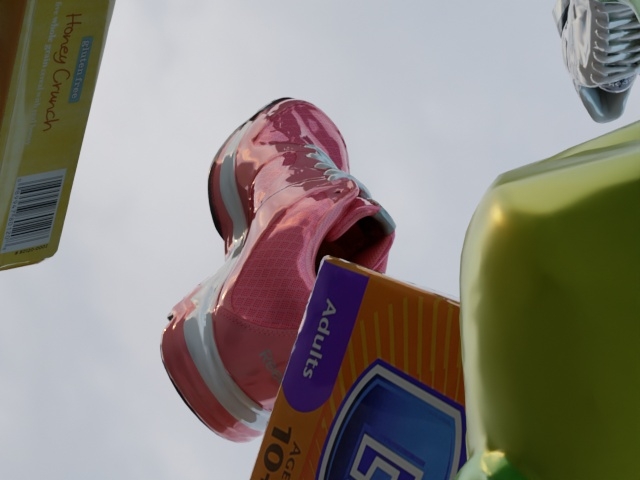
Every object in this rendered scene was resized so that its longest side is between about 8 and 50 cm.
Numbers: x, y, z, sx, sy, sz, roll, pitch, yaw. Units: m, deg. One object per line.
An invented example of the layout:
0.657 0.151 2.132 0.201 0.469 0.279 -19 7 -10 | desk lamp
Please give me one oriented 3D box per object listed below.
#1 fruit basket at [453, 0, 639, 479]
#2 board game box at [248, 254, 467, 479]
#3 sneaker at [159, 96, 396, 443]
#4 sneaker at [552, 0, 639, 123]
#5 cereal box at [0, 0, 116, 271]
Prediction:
0.153 -0.035 0.610 0.283 0.392 0.392 59 -45 26 | fruit basket
0.177 0.250 0.890 0.356 0.356 0.356 20 -88 54 | board game box
0.000 0.001 1.167 0.136 0.313 0.116 -28 -61 27 | sneaker
0.228 -0.172 1.344 0.235 0.090 0.094 76 11 -71 | sneaker
-0.172 -0.120 0.683 0.240 0.047 0.173 36 -56 32 | cereal box
